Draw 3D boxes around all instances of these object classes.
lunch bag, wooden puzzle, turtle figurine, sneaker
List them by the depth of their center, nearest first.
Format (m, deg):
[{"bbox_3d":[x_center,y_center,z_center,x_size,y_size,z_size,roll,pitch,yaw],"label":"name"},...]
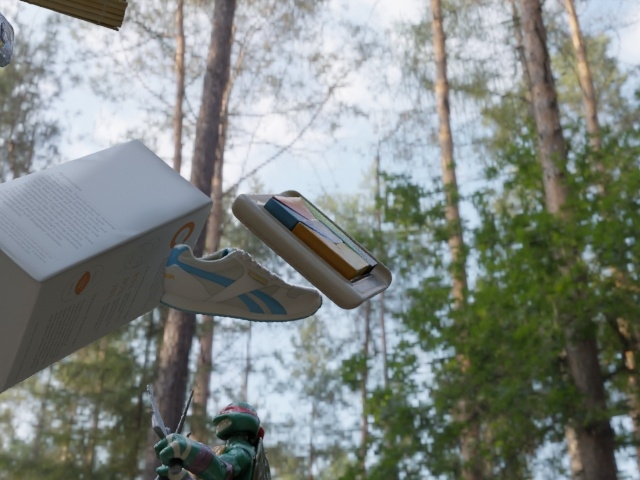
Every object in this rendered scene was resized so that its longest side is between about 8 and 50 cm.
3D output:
[{"bbox_3d":[-0.098,0.215,0.823,0.118,0.234,0.175,6,-33,-1],"label":"turtle figurine"},{"bbox_3d":[-0.376,-0.239,1.082,0.053,0.083,0.071,-33,-19,-5],"label":"lunch bag"},{"bbox_3d":[-0.101,0.060,1.336,0.229,0.092,0.087,8,3,-23],"label":"sneaker"},{"bbox_3d":[0.000,0.000,1.381,0.221,0.239,0.044,41,-75,8],"label":"wooden puzzle"}]

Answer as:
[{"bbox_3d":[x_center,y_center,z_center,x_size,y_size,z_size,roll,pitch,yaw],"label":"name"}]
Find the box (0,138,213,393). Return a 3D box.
[{"bbox_3d":[-0.345,0.023,1.357,0.168,0.345,0.215,40,-56,15],"label":"box"}]

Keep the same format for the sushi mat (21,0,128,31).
[{"bbox_3d":[-0.328,-0.312,0.921,0.317,0.151,0.019,13,-17,-25],"label":"sushi mat"}]
